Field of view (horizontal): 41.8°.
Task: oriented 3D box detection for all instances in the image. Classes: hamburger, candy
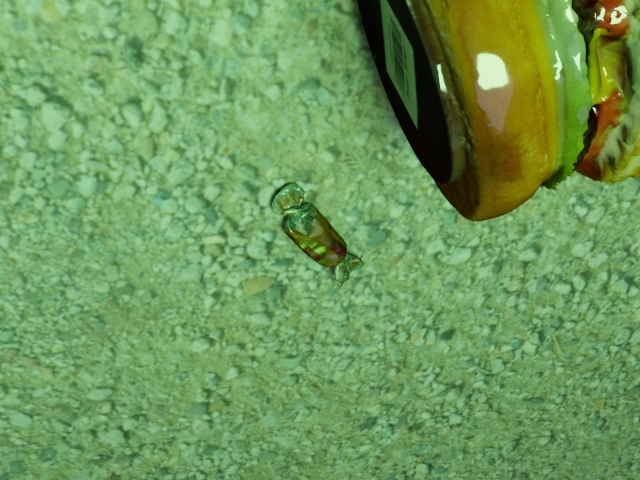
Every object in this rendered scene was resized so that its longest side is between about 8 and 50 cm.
[{"bbox_3d":[0.185,-0.194,0.746,0.250,0.330,0.330,-22,134,-2],"label":"hamburger"},{"bbox_3d":[0.000,0.000,1.033,0.053,0.046,0.182,-36,131,10],"label":"candy"}]
